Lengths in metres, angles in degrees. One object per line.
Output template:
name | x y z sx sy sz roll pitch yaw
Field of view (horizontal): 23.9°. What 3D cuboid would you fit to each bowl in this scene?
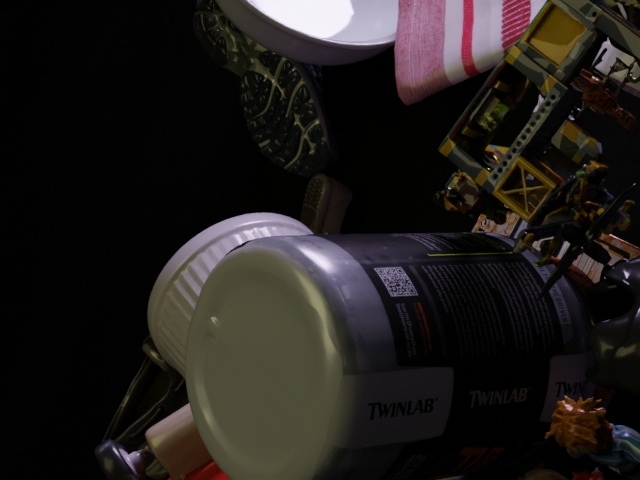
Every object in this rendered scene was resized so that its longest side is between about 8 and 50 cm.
bowl | -0.011 -0.304 1.700 0.134 0.298 0.297 125 152 -57

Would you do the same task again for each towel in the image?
towel | 0.207 -0.294 1.521 0.329 0.037 0.237 -23 53 35

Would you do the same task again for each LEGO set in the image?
LEGO set | 0.256 -0.099 1.116 0.192 0.255 0.331 42 101 22

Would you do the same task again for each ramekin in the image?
ramekin | -0.065 0.085 1.573 0.207 0.207 0.109 -56 43 16

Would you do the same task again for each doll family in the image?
doll family | 0.252 0.165 1.098 0.263 0.163 0.118 1 70 55

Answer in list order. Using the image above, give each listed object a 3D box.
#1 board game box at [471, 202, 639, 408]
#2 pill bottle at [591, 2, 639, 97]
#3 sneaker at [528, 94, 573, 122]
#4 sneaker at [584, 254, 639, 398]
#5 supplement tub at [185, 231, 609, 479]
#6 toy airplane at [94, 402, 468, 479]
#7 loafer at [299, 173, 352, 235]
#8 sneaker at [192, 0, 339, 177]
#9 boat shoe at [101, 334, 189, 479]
board game box | 0.199 0.048 1.327 0.193 0.045 0.146 32 97 46
pill bottle | 0.322 -0.222 1.279 0.221 0.124 0.124 -63 33 7
sneaker | 0.224 -0.092 1.424 0.109 0.040 0.043 -99 29 -45
sneaker | 0.262 0.039 1.092 0.130 0.286 0.109 3 105 19
supplement tub | 0.071 0.090 1.167 0.194 0.316 0.193 2 93 50
toy airplane | -0.042 0.264 1.378 0.272 0.384 0.386 54 133 10
loafer | 0.000 0.000 1.671 0.056 0.050 0.148 51 128 58
sneaker | -0.034 -0.200 1.792 0.110 0.122 0.283 -49 60 39
boat shoe | -0.166 0.142 1.774 0.103 0.092 0.285 34 99 57
